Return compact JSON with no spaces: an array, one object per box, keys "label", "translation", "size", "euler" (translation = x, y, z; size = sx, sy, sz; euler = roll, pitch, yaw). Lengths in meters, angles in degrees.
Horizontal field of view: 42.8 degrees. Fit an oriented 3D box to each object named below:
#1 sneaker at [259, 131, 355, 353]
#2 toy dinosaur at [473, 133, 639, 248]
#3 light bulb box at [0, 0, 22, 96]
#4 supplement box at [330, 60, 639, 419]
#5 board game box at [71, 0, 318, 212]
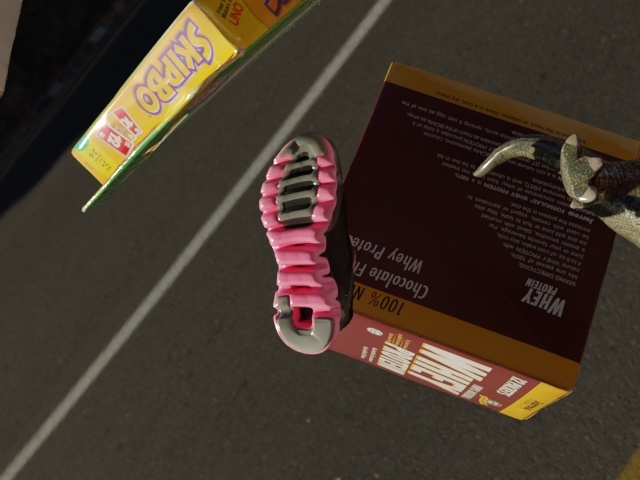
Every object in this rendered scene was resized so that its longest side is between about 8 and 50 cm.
[{"label":"sneaker","translation":[0.000,0.000,0.455],"size":[0.047,0.057,0.119],"euler":[3,98,29]},{"label":"toy dinosaur","translation":[0.213,-0.003,0.386],"size":[0.313,0.160,0.121],"euler":[-6,73,47]},{"label":"light bulb box","translation":[-0.410,-0.310,0.612],"size":[0.225,0.361,0.358],"euler":[-16,51,13]},{"label":"supplement box","translation":[0.105,0.004,0.617],"size":[0.129,0.191,0.194],"euler":[91,-161,-69]},{"label":"board game box","translation":[-0.028,-0.117,0.418],"size":[0.124,0.039,0.259],"euler":[-34,17,45]}]
